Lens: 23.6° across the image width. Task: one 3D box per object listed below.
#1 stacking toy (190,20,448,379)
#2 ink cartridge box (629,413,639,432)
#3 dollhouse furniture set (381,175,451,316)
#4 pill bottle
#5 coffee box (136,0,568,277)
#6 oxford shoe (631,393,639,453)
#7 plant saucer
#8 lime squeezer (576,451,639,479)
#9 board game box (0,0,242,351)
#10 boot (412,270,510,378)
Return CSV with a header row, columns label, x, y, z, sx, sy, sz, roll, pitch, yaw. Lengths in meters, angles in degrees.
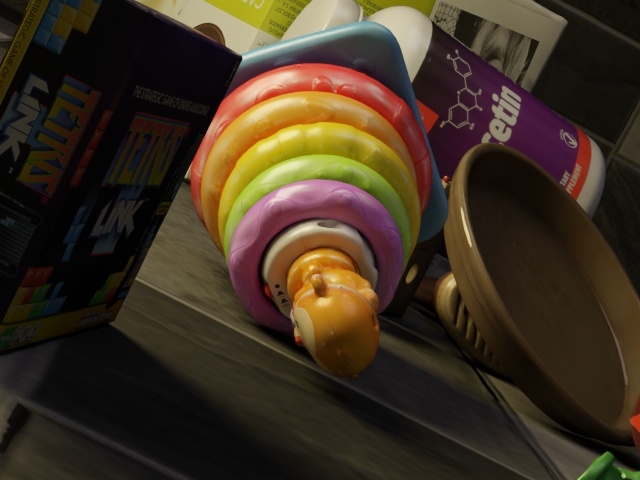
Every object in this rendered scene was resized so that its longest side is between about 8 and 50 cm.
label,x,y,z,sx,sy,sz,roll,pitch,yaw
stacking toy,0.000,0.000,0.946,0.302,0.166,0.175,-98,169,-64
ink cartridge box,0.340,0.130,1.020,0.232,0.189,0.066,-125,-163,-52
dollhouse furniture set,0.018,-0.027,1.275,0.129,0.129,0.184,30,5,22
pill bottle,0.105,-0.101,1.478,0.323,0.181,0.181,33,3,-18
coffee box,-0.009,-0.200,1.710,0.338,0.334,0.338,23,8,-32
oxford shoe,0.390,0.197,1.100,0.130,0.123,0.348,34,1,-46
plant saucer,0.189,0.047,1.246,0.278,0.041,0.277,37,34,-31
lime squeezer,0.146,0.150,0.722,0.310,0.059,0.110,26,35,-39
board game box,-0.096,-0.031,0.635,0.048,0.141,0.170,28,6,6
boot,0.137,0.068,1.395,0.248,0.090,0.207,22,-4,-40
